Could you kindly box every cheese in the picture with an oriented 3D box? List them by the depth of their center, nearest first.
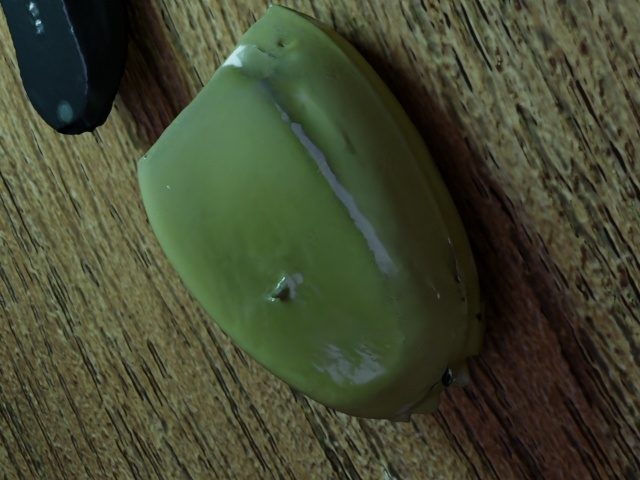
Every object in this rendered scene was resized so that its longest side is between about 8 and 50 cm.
[{"bbox_3d":[0.000,0.000,1.494,0.316,0.128,0.259,52,139,5],"label":"cheese"}]

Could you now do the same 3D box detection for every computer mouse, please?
[{"bbox_3d":[-0.214,-0.199,1.633,0.122,0.073,0.217,-7,103,46],"label":"computer mouse"}]
